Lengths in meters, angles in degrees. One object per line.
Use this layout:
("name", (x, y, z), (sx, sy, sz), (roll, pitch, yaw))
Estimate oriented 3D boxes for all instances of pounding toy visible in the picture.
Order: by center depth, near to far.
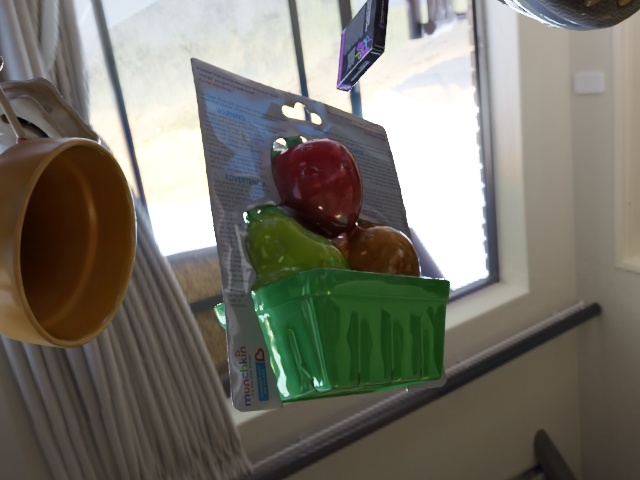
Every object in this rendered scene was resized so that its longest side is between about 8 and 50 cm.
("pounding toy", (-0.535, -0.188, 1.177), (0.154, 0.270, 0.155), (-20, -144, 24))

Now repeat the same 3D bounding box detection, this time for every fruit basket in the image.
("fruit basket", (0.000, 0.000, 0.738), (0.165, 0.353, 0.327), (-31, 156, 37))

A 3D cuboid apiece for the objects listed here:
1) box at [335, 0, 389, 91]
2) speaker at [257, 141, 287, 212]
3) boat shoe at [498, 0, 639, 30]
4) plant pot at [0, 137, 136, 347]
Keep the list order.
("box", (0.072, -0.345, 1.159), (0.029, 0.116, 0.162), (10, 165, -17))
("speaker", (-0.087, -0.100, 1.153), (0.055, 0.136, 0.055), (27, -176, -2))
("boat shoe", (0.065, -0.251, 0.390), (0.123, 0.324, 0.116), (-40, -168, 7))
("plant pot", (-0.321, -0.003, 0.675), (0.187, 0.205, 0.205), (4, -159, 13))
